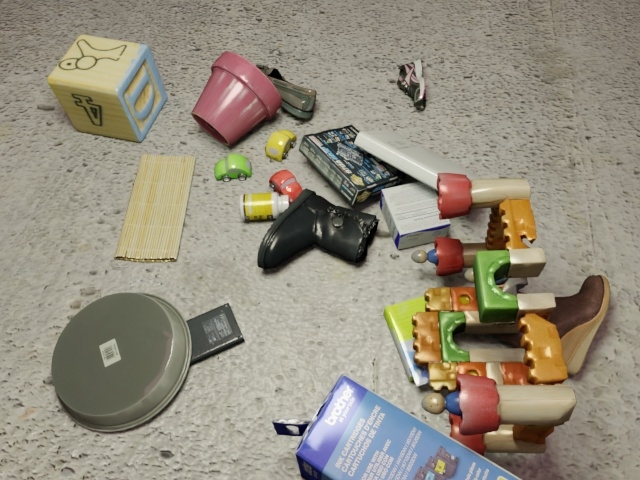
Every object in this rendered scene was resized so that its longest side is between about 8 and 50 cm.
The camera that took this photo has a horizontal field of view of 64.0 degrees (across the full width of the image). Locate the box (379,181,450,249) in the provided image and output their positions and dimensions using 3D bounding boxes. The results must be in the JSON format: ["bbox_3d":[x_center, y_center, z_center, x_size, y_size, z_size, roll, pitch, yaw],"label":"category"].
[{"bbox_3d":[0.221,-0.062,1.215,0.126,0.072,0.137,-13,59,-7],"label":"box"}]

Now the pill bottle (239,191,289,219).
[{"bbox_3d":[-0.134,-0.084,1.239,0.116,0.065,0.065,-4,59,0],"label":"pill bottle"}]

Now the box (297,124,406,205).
[{"bbox_3d":[0.079,-0.195,1.276,0.175,0.051,0.220,-22,59,-37],"label":"box"}]

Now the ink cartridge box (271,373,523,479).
[{"bbox_3d":[0.110,0.380,0.836,0.395,0.270,0.151,29,63,18],"label":"ink cartridge box"}]

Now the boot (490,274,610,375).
[{"bbox_3d":[0.475,0.137,1.079,0.206,0.090,0.248,28,67,14],"label":"boot"}]

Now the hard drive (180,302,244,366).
[{"bbox_3d":[-0.242,0.201,1.095,0.135,0.022,0.094,-23,61,-12],"label":"hard drive"}]

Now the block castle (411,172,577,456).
[{"bbox_3d":[0.269,0.132,0.910,0.212,0.303,0.454,-3,57,9],"label":"block castle"}]

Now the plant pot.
[{"bbox_3d":[-0.232,-0.357,1.345,0.201,0.201,0.180,34,81,19],"label":"plant pot"}]

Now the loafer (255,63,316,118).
[{"bbox_3d":[-0.116,-0.440,1.429,0.267,0.084,0.096,37,34,17],"label":"loafer"}]

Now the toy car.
[{"bbox_3d":[-0.163,-0.195,1.313,0.224,0.053,0.239,-6,59,-3],"label":"toy car"}]

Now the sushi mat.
[{"bbox_3d":[-0.406,-0.088,1.274,0.151,0.019,0.317,1,59,1],"label":"sushi mat"}]

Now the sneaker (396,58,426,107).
[{"bbox_3d":[0.257,-0.438,1.454,0.077,0.072,0.178,-7,50,11],"label":"sneaker"}]

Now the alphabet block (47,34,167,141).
[{"bbox_3d":[-0.557,-0.404,1.367,0.197,0.193,0.193,13,59,9],"label":"alphabet block"}]

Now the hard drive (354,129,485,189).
[{"bbox_3d":[0.254,-0.184,1.243,0.307,0.040,0.203,33,26,19],"label":"hard drive"}]

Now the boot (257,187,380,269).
[{"bbox_3d":[0.000,0.000,1.168,0.207,0.094,0.246,24,56,19],"label":"boot"}]

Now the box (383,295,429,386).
[{"bbox_3d":[0.212,0.210,1.069,0.108,0.042,0.178,-14,60,-7],"label":"box"}]

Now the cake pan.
[{"bbox_3d":[-0.414,0.233,1.046,0.293,0.054,0.293,-3,61,5],"label":"cake pan"}]
